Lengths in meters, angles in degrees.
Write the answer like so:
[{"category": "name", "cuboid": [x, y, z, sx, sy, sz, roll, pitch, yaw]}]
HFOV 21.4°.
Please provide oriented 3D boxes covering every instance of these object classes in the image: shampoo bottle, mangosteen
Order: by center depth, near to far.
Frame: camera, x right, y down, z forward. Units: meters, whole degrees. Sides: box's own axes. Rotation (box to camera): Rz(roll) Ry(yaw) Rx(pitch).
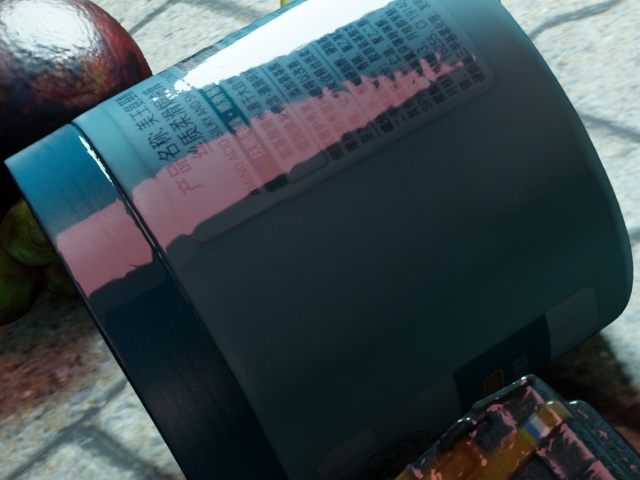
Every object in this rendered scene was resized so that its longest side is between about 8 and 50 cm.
[{"category": "shampoo bottle", "cuboid": [0.000, 0.000, 1.228, 0.343, 0.331, 0.331, -31, 36, -8]}, {"category": "mangosteen", "cuboid": [-0.276, -0.089, 1.566, 0.311, 0.311, 0.311, -17, 36, 13]}]

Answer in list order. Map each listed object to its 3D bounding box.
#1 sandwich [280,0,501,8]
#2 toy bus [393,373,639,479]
[{"category": "sandwich", "cuboid": [0.044, -0.206, 1.576, 0.155, 0.198, 0.227, 5, 45, 35]}, {"category": "toy bus", "cuboid": [0.157, 0.218, 0.949, 0.167, 0.138, 0.275, -45, 50, 4]}]
